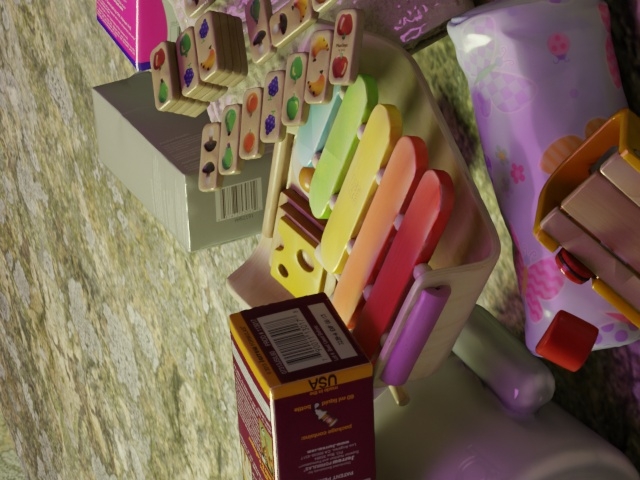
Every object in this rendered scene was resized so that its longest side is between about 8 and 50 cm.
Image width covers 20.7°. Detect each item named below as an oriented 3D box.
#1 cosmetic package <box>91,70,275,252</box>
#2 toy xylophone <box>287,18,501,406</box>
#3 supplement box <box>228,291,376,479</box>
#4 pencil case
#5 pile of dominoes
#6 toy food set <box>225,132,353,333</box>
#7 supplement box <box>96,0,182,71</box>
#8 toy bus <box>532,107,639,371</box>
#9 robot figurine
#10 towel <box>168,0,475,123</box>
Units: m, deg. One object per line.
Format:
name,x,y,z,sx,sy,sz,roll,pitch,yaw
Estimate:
cosmetic package,-0.142,-0.094,1.884,0.238,0.127,0.107,42,141,51
toy xylophone,0.042,-0.010,1.367,0.323,0.081,0.236,-117,37,-49
supplement box,-0.011,0.149,1.323,0.104,0.080,0.188,-124,25,-54
pencil case,0.174,-0.051,1.278,0.124,0.113,0.273,180,75,-73
pile of dominoes,-0.055,-0.171,1.417,0.251,0.040,0.196,-34,57,47
toy food set,0.000,0.000,1.633,0.219,0.092,0.306,41,142,27
supplement box,-0.161,-0.303,1.807,0.114,0.111,0.220,51,146,40
toy bus,0.241,0.005,1.177,0.104,0.190,0.202,-68,-24,-61
robot figurine,0.125,0.205,1.434,0.353,0.199,0.300,36,122,52
towel,-0.011,-0.213,1.491,0.282,0.049,0.187,-27,78,34
